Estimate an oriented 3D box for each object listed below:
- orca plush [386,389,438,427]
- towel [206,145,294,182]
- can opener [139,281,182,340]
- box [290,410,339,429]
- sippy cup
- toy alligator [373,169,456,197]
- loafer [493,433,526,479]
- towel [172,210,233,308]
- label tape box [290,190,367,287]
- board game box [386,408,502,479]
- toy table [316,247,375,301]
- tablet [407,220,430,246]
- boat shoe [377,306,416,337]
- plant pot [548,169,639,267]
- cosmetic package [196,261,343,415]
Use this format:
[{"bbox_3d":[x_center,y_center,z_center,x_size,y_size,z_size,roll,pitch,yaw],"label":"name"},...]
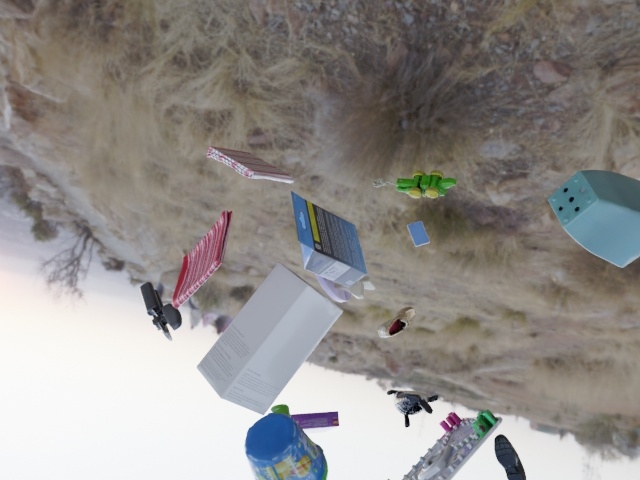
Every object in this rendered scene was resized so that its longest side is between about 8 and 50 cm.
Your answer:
[{"bbox_3d":[0.276,0.498,1.480,0.151,0.102,0.287,6,166,-5],"label":"orca plush"},{"bbox_3d":[-0.176,-0.186,1.273,0.197,0.029,0.144,33,-159,35],"label":"towel"},{"bbox_3d":[-0.506,0.215,1.626,0.283,0.095,0.076,45,164,52],"label":"can opener"},{"bbox_3d":[-0.055,0.699,1.925,0.201,0.057,0.293,0,156,-10],"label":"box"},{"bbox_3d":[-0.116,0.644,1.509,0.305,0.240,0.224,26,144,47],"label":"sippy cup"},{"bbox_3d":[0.210,-0.117,1.113,0.189,0.056,0.051,3,151,33],"label":"toy alligator"},{"bbox_3d":[0.582,0.671,1.554,0.062,0.170,0.061,-21,179,32],"label":"loafer"},{"bbox_3d":[-0.337,0.055,1.432,0.031,0.199,0.275,27,132,-26],"label":"towel"},{"bbox_3d":[0.000,0.000,1.809,0.333,0.241,0.106,26,129,-36],"label":"label tape box"},{"bbox_3d":[0.337,0.660,1.521,0.050,0.390,0.390,46,165,13],"label":"board game box"},{"bbox_3d":[0.113,0.154,2.196,0.161,0.252,0.274,-18,148,26],"label":"toy table"},{"bbox_3d":[0.331,-0.023,1.711,0.054,0.083,0.006,-16,160,-7],"label":"tablet"},{"bbox_3d":[0.276,0.284,1.737,0.170,0.063,0.059,-31,-165,-28],"label":"boat shoe"},{"bbox_3d":[0.696,-0.069,1.243,0.234,0.165,0.166,16,134,-24],"label":"plant pot"},{"bbox_3d":[-0.133,0.270,1.389,0.155,0.365,0.197,31,170,45],"label":"cosmetic package"}]
